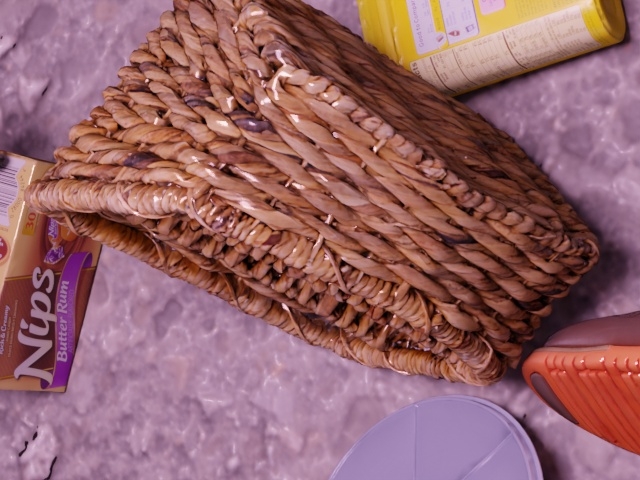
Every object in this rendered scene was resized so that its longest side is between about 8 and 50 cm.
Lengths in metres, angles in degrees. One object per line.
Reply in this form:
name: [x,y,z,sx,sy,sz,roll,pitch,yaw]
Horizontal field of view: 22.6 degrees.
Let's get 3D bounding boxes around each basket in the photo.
basket: [0.000,0.000,1.026,0.223,0.299,0.213,-50,36,15]

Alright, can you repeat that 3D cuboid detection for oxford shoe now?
oxford shoe: [0.298,0.064,0.991,0.364,0.130,0.132,-4,50,37]

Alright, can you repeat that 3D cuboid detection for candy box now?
candy box: [-0.236,0.027,1.292,0.053,0.109,0.186,14,91,31]

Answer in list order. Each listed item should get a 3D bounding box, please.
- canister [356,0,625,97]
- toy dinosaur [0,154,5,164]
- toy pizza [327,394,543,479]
canister: [0.118,-0.171,1.129,0.170,0.073,0.126,-16,76,27]
toy dinosaur: [-0.393,-0.001,1.218,0.322,0.164,0.218,-25,80,12]
toy pizza: [0.073,0.202,1.105,0.201,0.032,0.201,-25,47,30]
